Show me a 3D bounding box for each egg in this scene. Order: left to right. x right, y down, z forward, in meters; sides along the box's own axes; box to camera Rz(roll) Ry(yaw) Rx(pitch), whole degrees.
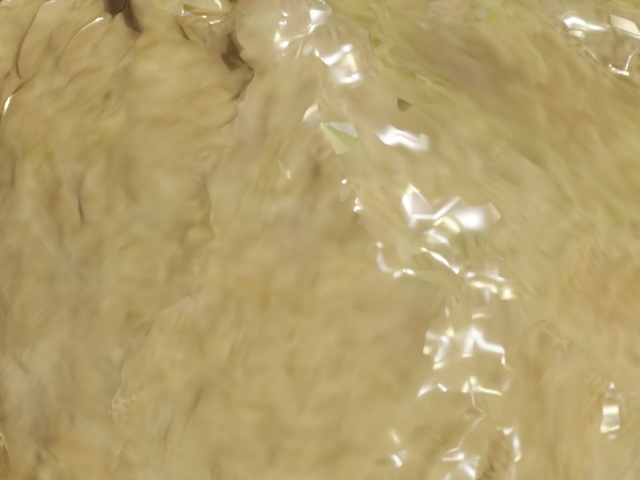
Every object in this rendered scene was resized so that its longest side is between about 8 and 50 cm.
[{"bbox_3d":[0.000,0.000,0.482,0.310,0.279,0.279,55,136,38],"label":"egg"}]
